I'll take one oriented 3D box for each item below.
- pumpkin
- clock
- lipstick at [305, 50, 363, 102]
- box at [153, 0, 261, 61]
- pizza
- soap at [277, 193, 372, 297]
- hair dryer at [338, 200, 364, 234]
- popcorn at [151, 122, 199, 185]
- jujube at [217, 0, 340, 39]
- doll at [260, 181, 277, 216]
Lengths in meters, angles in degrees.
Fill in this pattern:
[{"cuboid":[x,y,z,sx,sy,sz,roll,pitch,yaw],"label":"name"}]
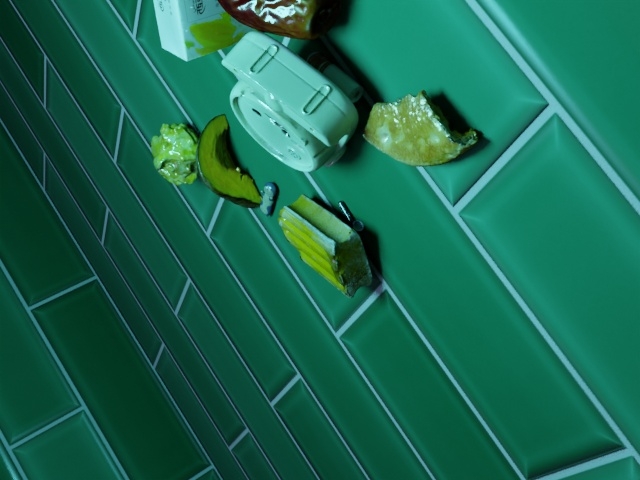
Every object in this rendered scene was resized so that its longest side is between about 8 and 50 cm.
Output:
[{"cuboid":[-0.265,-0.169,1.994,0.130,0.149,0.254,-11,106,52],"label":"pumpkin"},{"cuboid":[-0.062,-0.244,1.554,0.265,0.108,0.324,37,166,7],"label":"clock"},{"cuboid":[0.026,-0.311,1.512,0.131,0.038,0.038,45,147,28],"label":"lipstick"},{"cuboid":[-0.232,-0.516,1.591,0.111,0.194,0.260,36,143,38],"label":"box"},{"cuboid":[0.163,-0.190,1.378,0.271,0.056,0.134,1,117,59],"label":"pizza"},{"cuboid":[0.000,0.000,1.742,0.257,0.080,0.160,39,155,48],"label":"soap"},{"cuboid":[0.058,-0.047,1.701,0.083,0.026,0.047,60,150,11],"label":"hair dryer"},{"cuboid":[-0.383,-0.241,2.143,0.173,0.142,0.173,169,90,-81],"label":"popcorn"},{"cuboid":[-0.085,-0.464,1.430,0.255,0.190,0.190,41,145,20],"label":"jujube"},{"cuboid":[-0.129,-0.099,1.951,0.037,0.027,0.125,39,145,14],"label":"doll"}]
